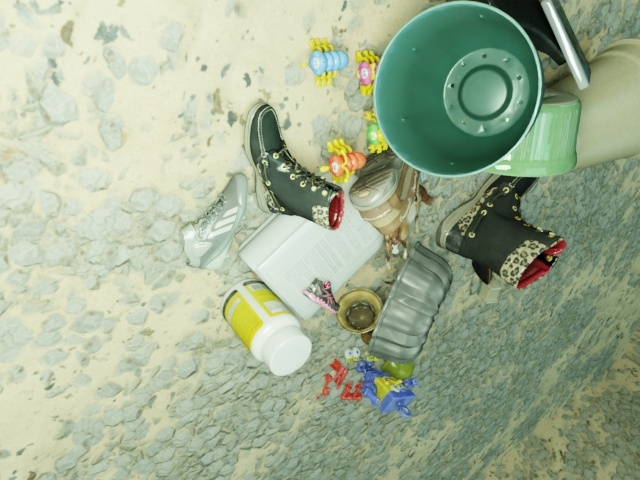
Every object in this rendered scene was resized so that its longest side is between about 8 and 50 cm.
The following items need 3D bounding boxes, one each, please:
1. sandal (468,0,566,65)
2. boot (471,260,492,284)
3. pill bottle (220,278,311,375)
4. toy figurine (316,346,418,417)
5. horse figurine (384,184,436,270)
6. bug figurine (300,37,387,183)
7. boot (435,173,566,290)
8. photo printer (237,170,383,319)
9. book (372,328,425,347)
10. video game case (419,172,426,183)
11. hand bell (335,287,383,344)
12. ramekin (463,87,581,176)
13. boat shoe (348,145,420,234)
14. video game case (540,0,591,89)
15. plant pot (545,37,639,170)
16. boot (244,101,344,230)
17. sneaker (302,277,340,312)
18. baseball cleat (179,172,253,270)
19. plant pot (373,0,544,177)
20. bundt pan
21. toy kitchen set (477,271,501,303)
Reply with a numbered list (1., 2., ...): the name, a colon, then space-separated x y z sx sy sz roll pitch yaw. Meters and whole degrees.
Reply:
1. sandal: 0.421 -0.478 1.190 0.445 0.168 0.107 0 161 -45
2. boot: 0.535 0.044 1.685 0.106 0.082 0.219 -35 134 -12
3. pill bottle: -0.116 0.182 1.142 0.119 0.208 0.119 -21 130 -27
4. toy figurine: 0.197 0.460 1.595 0.362 0.217 0.191 13 110 -44
5. horse figurine: 0.207 -0.048 1.304 0.263 0.066 0.174 -59 153 -31
6. bug figurine: 0.069 -0.254 1.035 0.216 0.072 0.279 -25 113 -33
7. boot: 0.540 -0.049 1.471 0.377 0.284 0.138 -36 136 -13
8. photo printer: 0.000 0.000 1.186 0.307 0.107 0.256 -44 137 -7
9. book: 0.233 0.285 1.590 0.144 0.096 0.035 14 109 -45
10. video game case: 0.208 -0.151 1.325 0.122 0.011 0.087 -38 136 -13
11. hand bell: 0.123 0.238 1.484 0.126 0.126 0.242 -40 149 -11
12. ramekin: 0.441 -0.265 1.237 0.303 0.303 0.148 -16 121 -32
13. boat shoe: 0.150 -0.119 1.131 0.116 0.123 0.324 59 36 -19
14. video game case: 0.573 -0.465 1.246 0.212 0.023 0.193 60 35 -10
15. plant pot: 0.718 -0.326 1.437 0.305 0.334 0.334 -23 132 -11
16. boot: -0.043 -0.131 0.995 0.085 0.178 0.236 -44 143 -38
17. sneaker: 0.013 0.118 1.171 0.119 0.047 0.057 38 79 -49
18. baseball cleat: -0.203 -0.036 1.019 0.109 0.072 0.206 9 107 -33
19. plant pot: 0.280 -0.279 1.017 0.235 0.293 0.293 -25 137 -56
20. bundt pan: 0.243 0.175 1.390 0.331 0.124 0.331 -58 164 -27
21. toy kitchen set: 0.639 0.108 1.820 0.207 0.122 0.166 -6 125 -13
